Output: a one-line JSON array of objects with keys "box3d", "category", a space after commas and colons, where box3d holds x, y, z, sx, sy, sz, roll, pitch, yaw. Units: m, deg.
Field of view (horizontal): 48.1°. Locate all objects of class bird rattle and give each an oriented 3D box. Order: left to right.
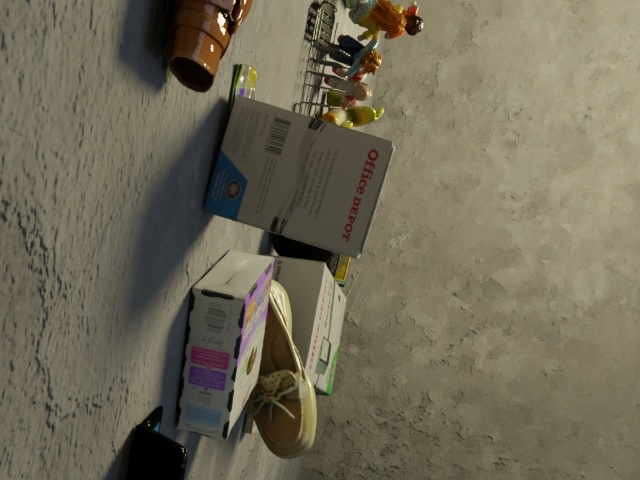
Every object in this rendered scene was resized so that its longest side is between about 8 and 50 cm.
[{"box3d": [0.021, -0.209, 1.592, 0.254, 0.143, 0.207, -67, 166, 19], "category": "bird rattle"}]

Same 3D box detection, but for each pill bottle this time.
[{"box3d": [-0.010, -0.060, 1.359, 0.219, 0.122, 0.123, -72, 172, -49], "category": "pill bottle"}]

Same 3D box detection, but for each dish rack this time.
[{"box3d": [0.011, -0.296, 1.324, 0.208, 0.074, 0.272, -54, 155, -77], "category": "dish rack"}]

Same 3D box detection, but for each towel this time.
[{"box3d": [-0.093, -0.184, 0.876, 0.083, 0.009, 0.060, -46, 148, -79], "category": "towel"}]

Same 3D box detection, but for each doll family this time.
[{"box3d": [0.091, -0.394, 1.436, 0.263, 0.118, 0.163, -53, -140, 5], "category": "doll family"}]

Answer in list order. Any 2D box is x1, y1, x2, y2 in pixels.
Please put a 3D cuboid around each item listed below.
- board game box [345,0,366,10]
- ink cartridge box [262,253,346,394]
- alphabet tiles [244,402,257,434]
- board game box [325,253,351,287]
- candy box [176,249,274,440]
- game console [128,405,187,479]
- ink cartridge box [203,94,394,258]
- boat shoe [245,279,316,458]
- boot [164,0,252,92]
[{"box3d": [0.105, -0.597, 1.493, 0.305, 0.053, 0.193, -63, 174, -82], "category": "board game box"}, {"box3d": [-0.042, 0.168, 1.339, 0.289, 0.121, 0.211, 60, 38, -71], "category": "ink cartridge box"}, {"box3d": [-0.112, 0.250, 1.495, 0.278, 0.021, 0.284, -6, 107, -84], "category": "alphabet tiles"}, {"box3d": [0.000, 0.000, 1.479, 0.048, 0.141, 0.170, 88, 16, -66], "category": "board game box"}, {"box3d": [-0.121, 0.131, 0.942, 0.165, 0.070, 0.196, -60, 160, -72], "category": "candy box"}, {"box3d": [-0.169, 0.254, 0.762, 0.071, 0.107, 0.122, 3, 100, -55], "category": "game console"}, {"box3d": [-0.022, -0.073, 0.842, 0.082, 0.190, 0.140, -21, 128, -85], "category": "ink cartridge box"}, {"box3d": [-0.079, 0.184, 1.083, 0.089, 0.104, 0.285, 56, 16, -65], "category": "boat shoe"}, {"box3d": [-0.090, -0.216, 0.569, 0.197, 0.072, 0.153, 64, 42, -76], "category": "boot"}]
